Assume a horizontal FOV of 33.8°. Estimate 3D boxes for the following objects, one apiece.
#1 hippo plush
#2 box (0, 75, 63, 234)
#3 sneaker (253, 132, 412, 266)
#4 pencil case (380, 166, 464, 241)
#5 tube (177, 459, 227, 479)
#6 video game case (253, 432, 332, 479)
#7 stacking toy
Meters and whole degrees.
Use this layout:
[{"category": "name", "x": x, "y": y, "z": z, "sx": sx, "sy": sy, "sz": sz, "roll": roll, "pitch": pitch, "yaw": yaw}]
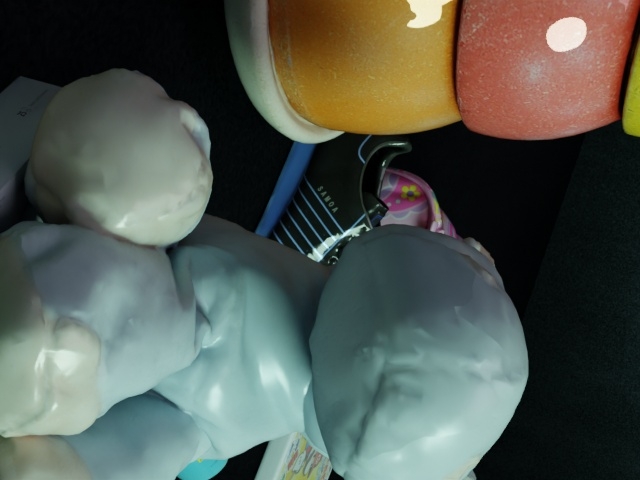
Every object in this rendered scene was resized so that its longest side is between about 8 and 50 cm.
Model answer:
[{"category": "hippo plush", "x": -0.030, "y": 0.078, "z": 0.511, "sx": 0.294, "sy": 0.236, "sz": 0.234, "roll": 109, "pitch": -3, "yaw": -77}, {"category": "box", "x": -0.161, "y": 0.037, "z": 0.486, "sx": 0.145, "sy": 0.038, "sz": 0.186, "roll": -75, "pitch": -177, "yaw": -60}, {"category": "sneaker", "x": 0.000, "y": 0.000, "z": 0.885, "sx": 0.232, "sy": 0.090, "sz": 0.081, "roll": -70, "pitch": 161, "yaw": 2}, {"category": "pencil case", "x": 0.089, "y": 0.012, "z": 1.091, "sx": 0.124, "sy": 0.124, "sz": 0.284, "roll": -66, "pitch": 161, "yaw": -6}, {"category": "tube", "x": -0.119, "y": 0.112, "z": 0.765, "sx": 0.207, "sy": 0.052, "sz": 0.080, "roll": 69, "pitch": 36, "yaw": -53}, {"category": "video game case", "x": -0.026, "y": 0.259, "z": 1.181, "sx": 0.227, "sy": 0.026, "sz": 0.206, "roll": -69, "pitch": 161, "yaw": 1}, {"category": "stacking toy", "x": 0.208, "y": -0.169, "z": 0.679, "sx": 0.351, "sy": 0.479, "sz": 0.351, "roll": -52, "pitch": 154, "yaw": -38}]
